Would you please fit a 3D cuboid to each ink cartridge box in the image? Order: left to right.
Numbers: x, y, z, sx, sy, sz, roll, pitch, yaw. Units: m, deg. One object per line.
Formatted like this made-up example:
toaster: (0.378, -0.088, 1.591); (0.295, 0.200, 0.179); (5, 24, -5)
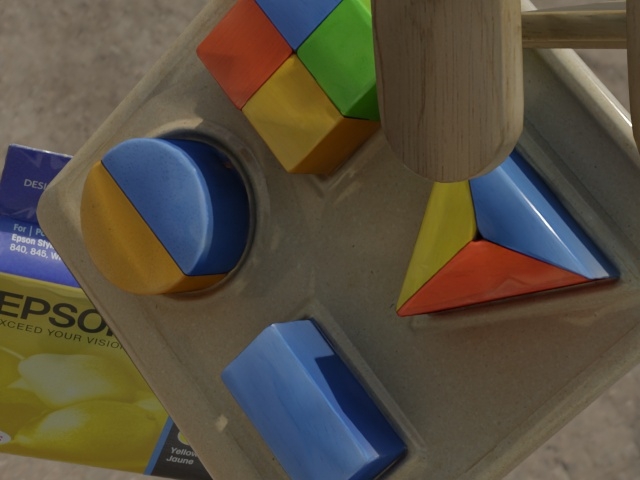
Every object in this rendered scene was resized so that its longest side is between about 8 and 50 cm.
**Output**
ink cartridge box: (-0.149, 0.083, 1.244); (0.303, 0.307, 0.072); (12, 43, -15)

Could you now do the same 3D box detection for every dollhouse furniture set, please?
dollhouse furniture set: (0.167, -0.035, 0.366); (0.212, 0.242, 0.161); (-15, 105, -43)

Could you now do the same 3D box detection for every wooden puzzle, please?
wooden puzzle: (0.000, 0.000, 0.807); (0.322, 0.348, 0.080); (52, 28, 18)
